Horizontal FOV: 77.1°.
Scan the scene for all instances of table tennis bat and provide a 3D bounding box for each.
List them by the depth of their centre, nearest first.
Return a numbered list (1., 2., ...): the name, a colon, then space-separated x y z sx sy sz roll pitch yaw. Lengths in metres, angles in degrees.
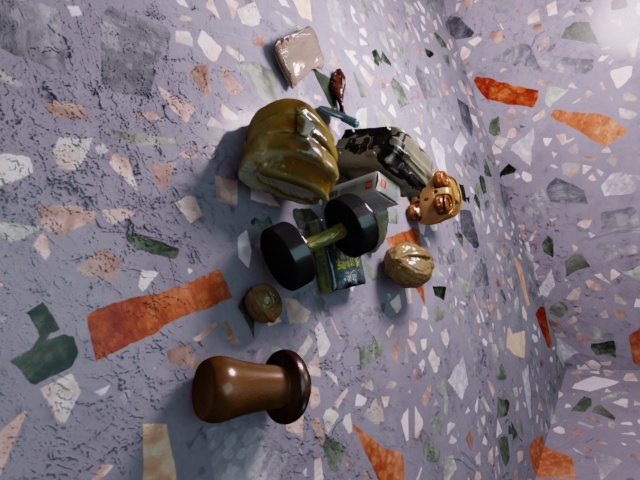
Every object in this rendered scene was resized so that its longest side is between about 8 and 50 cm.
1. table tennis bat: 0.075 -0.478 1.542 0.124 0.201 0.033 -8 125 -43

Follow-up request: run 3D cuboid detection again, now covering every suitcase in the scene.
1. suitcase: 0.243 -0.269 1.520 0.339 0.351 0.194 33 81 -37

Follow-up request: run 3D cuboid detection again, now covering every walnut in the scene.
1. walnut: -0.160 0.182 1.146 0.105 0.105 0.124 -47 113 -43
2. walnut: 0.364 0.102 1.653 0.245 0.198 0.198 18 66 -46

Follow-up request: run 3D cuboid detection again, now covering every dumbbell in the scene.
1. dumbbell: 0.000 0.000 1.228 0.322 0.204 0.203 -26 98 -27

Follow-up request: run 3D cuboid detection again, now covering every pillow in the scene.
1. pillow: -0.074 -0.697 1.518 0.270 0.067 0.173 -49 119 -41

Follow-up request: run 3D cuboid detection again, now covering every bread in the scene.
1. bread: -0.077 -0.299 1.253 0.301 0.210 0.341 22 47 -20

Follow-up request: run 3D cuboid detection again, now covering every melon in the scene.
1. melon: 0.190 -0.052 1.608 0.140 0.093 0.202 7 103 -18

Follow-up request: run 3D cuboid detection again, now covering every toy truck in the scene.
1. toy truck: 0.543 -0.205 1.916 0.212 0.204 0.288 19 64 -44

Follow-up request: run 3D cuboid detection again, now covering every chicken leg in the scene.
1. chicken leg: 0.082 -0.627 1.677 0.093 0.053 0.205 36 57 -51

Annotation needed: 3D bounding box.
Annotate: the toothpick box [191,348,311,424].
1. toothpick box: -0.164 0.376 1.030 0.294 0.192 0.192 13 69 -36

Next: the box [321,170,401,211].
1. box: 0.143 -0.155 1.436 0.135 0.269 0.079 24 65 -38

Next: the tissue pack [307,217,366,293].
1. tissue pack: 0.061 0.047 1.429 0.185 0.081 0.257 -5 82 -46
